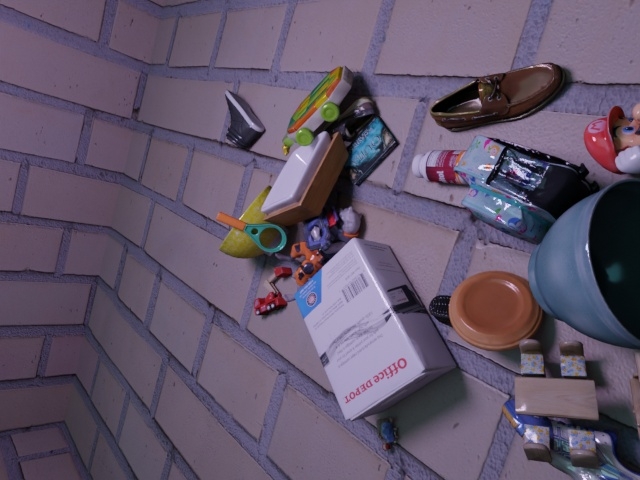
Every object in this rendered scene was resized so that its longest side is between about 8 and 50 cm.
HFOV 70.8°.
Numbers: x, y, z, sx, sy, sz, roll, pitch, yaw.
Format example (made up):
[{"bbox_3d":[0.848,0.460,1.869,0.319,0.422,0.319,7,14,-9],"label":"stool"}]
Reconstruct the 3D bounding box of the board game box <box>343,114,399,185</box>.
[{"bbox_3d":[0.144,-0.276,1.390,0.186,0.026,0.126,-46,54,29],"label":"board game box"}]

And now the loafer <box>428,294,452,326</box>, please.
[{"bbox_3d":[0.373,0.183,1.072,0.220,0.078,0.080,11,59,34],"label":"loafer"}]

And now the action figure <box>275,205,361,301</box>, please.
[{"bbox_3d":[0.000,0.000,1.439,0.330,0.179,0.341,-41,27,25],"label":"action figure"}]

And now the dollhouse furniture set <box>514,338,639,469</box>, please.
[{"bbox_3d":[0.483,0.282,0.820,0.242,0.161,0.212,-6,50,28],"label":"dollhouse furniture set"}]

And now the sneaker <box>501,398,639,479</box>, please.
[{"bbox_3d":[0.511,0.407,0.890,0.131,0.112,0.296,-52,51,2],"label":"sneaker"}]

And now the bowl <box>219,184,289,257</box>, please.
[{"bbox_3d":[-0.204,-0.035,1.578,0.156,0.289,0.289,37,116,-5],"label":"bowl"}]

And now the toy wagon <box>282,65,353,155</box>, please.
[{"bbox_3d":[-0.028,-0.408,1.458,0.344,0.068,0.267,-37,27,33],"label":"toy wagon"}]

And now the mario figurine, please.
[{"bbox_3d":[0.641,-0.194,0.787,0.321,0.198,0.169,12,105,40],"label":"mario figurine"}]

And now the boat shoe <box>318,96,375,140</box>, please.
[{"bbox_3d":[0.081,-0.358,1.428,0.224,0.080,0.073,-37,54,29],"label":"boat shoe"}]

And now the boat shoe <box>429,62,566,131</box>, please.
[{"bbox_3d":[0.414,-0.341,1.084,0.308,0.105,0.110,-17,72,41],"label":"boat shoe"}]

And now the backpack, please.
[{"bbox_3d":[0.415,-0.114,0.967,0.191,0.225,0.253,-57,46,15],"label":"backpack"}]

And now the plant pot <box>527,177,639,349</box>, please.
[{"bbox_3d":[0.518,0.057,0.825,0.196,0.294,0.292,146,122,-66],"label":"plant pot"}]

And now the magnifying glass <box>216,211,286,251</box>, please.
[{"bbox_3d":[-0.217,-0.033,1.425,0.092,0.231,0.026,-64,12,9],"label":"magnifying glass"}]

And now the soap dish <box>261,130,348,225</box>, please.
[{"bbox_3d":[-0.045,-0.184,1.408,0.229,0.118,0.290,-16,42,55],"label":"soap dish"}]

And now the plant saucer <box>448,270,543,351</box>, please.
[{"bbox_3d":[0.388,0.148,1.010,0.200,0.037,0.199,-14,48,17],"label":"plant saucer"}]

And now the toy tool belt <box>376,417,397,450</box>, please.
[{"bbox_3d":[0.182,0.520,1.209,0.051,0.052,0.083,-31,64,47],"label":"toy tool belt"}]

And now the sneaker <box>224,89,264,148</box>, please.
[{"bbox_3d":[-0.351,-0.494,1.849,0.147,0.105,0.295,-47,58,22],"label":"sneaker"}]

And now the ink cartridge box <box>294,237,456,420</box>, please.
[{"bbox_3d":[0.130,0.237,1.223,0.285,0.166,0.394,-45,54,30],"label":"ink cartridge box"}]

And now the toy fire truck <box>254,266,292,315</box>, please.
[{"bbox_3d":[-0.174,0.183,1.610,0.192,0.047,0.135,-29,64,39],"label":"toy fire truck"}]

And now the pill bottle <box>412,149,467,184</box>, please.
[{"bbox_3d":[0.319,-0.191,1.166,0.152,0.086,0.085,12,92,45],"label":"pill bottle"}]
